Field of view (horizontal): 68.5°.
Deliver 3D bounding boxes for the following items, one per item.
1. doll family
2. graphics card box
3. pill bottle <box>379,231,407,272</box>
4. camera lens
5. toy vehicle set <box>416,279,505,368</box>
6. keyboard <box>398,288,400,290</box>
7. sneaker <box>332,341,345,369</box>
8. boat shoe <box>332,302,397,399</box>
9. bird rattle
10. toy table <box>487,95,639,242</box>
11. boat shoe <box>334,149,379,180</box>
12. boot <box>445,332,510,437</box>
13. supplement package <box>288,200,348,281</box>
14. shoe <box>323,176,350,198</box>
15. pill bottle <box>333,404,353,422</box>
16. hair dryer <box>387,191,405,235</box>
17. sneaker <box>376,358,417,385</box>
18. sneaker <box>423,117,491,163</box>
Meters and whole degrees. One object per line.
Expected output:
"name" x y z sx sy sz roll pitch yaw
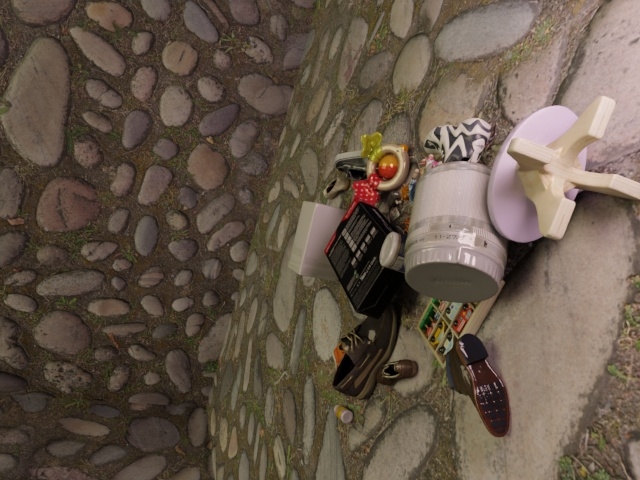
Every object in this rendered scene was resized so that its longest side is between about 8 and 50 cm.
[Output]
"doll family" 0.277 -0.098 1.289 0.163 0.118 0.263 -148 47 -75
"graphics card box" 0.142 0.041 1.463 0.233 0.094 0.371 -60 25 17
"pill bottle" 0.248 0.046 1.219 0.094 0.169 0.094 -162 90 -80
"camera lens" 0.311 -0.023 1.069 0.219 0.219 0.274 -39 31 58
"toy vehicle set" 0.344 0.168 1.188 0.166 0.035 0.267 -118 45 -59
"keyboard" 0.214 0.105 1.488 0.202 0.033 0.317 -59 13 -23
"sneaker" 0.086 0.426 1.656 0.067 0.064 0.175 -58 30 19
"boat shoe" 0.134 0.344 1.484 0.132 0.130 0.356 -137 61 -65
"bird rattle" 0.207 -0.244 1.620 0.206 0.143 0.254 3 78 45
"toy table" 0.439 -0.124 0.876 0.161 0.252 0.274 -124 42 -83
"boat shoe" 0.138 -0.286 1.860 0.301 0.108 0.102 6 83 61
"boot" 0.347 0.327 1.053 0.106 0.082 0.219 111 150 -61
"supplement package" 0.000 0.000 1.937 0.177 0.175 0.293 -158 81 -70
"shoe" 0.057 -0.237 2.079 0.219 0.058 0.077 158 122 -64
"pill bottle" 0.076 0.592 1.614 0.083 0.043 0.043 180 101 -68
"hair dryer" 0.183 -0.014 1.603 0.293 0.080 0.224 125 156 -48
"sneaker" 0.202 0.380 1.377 0.188 0.071 0.066 135 142 -53
"sneaker" 0.355 -0.231 1.291 0.235 0.094 0.153 0 70 58
